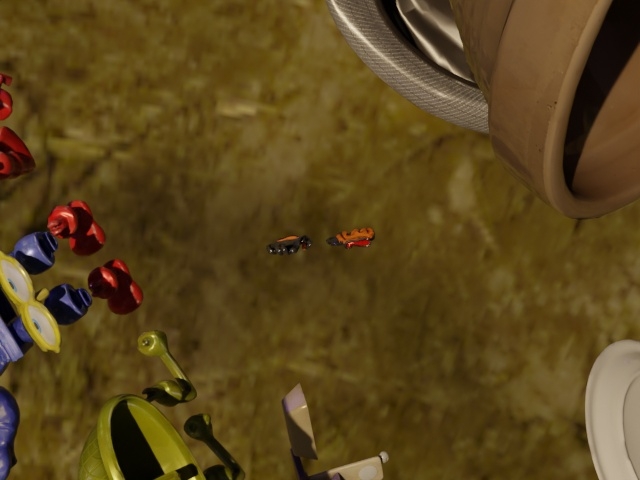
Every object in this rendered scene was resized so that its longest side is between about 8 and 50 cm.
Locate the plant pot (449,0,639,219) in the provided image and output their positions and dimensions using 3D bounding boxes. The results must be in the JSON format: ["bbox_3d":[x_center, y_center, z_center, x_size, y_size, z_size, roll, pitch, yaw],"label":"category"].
[{"bbox_3d":[0.119,-0.133,0.644,0.110,0.237,0.237,40,53,22],"label":"plant pot"}]

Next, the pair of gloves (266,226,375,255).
[{"bbox_3d":[0.000,0.000,1.368,0.083,0.010,0.074,-7,7,2],"label":"pair of gloves"}]

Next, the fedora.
[{"bbox_3d":[0.130,-0.197,1.415,0.275,0.124,0.243,22,80,-3],"label":"fedora"}]

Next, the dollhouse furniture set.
[{"bbox_3d":[0.019,0.178,1.519,0.081,0.114,0.091,-14,37,-5],"label":"dollhouse furniture set"}]

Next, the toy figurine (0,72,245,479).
[{"bbox_3d":[-0.236,0.088,1.197,0.362,0.217,0.191,60,11,-8],"label":"toy figurine"}]

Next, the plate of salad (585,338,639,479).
[{"bbox_3d":[0.275,0.179,1.489,0.200,0.048,0.200,24,53,-37],"label":"plate of salad"}]
